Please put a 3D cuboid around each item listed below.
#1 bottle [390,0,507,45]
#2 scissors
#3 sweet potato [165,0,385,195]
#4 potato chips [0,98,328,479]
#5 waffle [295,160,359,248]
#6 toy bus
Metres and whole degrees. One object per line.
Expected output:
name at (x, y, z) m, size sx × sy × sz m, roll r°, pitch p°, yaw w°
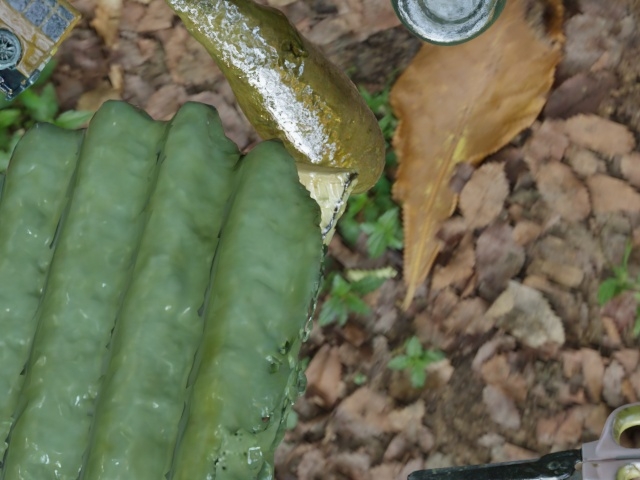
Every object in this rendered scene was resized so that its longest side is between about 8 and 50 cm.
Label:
bottle at (0.126, -0.327, 1.611) m, size 0.143 × 0.271 × 0.156 m, roll -35°, pitch 114°, yaw 15°
scissors at (0.234, 0.201, 1.245) m, size 0.317 × 0.160 × 0.024 m, roll -6°, pitch 123°, yaw 12°
sweet potato at (-0.046, -0.180, 1.605) m, size 0.130 × 0.130 × 0.422 m, roll -28°, pitch 133°, yaw 21°
potato chips at (-0.166, 0.110, 0.754) m, size 0.358 × 0.429 × 0.070 m, roll -11°, pitch 145°, yaw 29°
waffle at (0.000, 0.000, 1.303) m, size 0.097 × 0.023 × 0.152 m, roll 12°, pitch 119°, yaw 37°
toy bus at (-0.309, -0.218, 1.225) m, size 0.182 × 0.091 × 0.103 m, roll 40°, pitch 69°, yaw -18°
